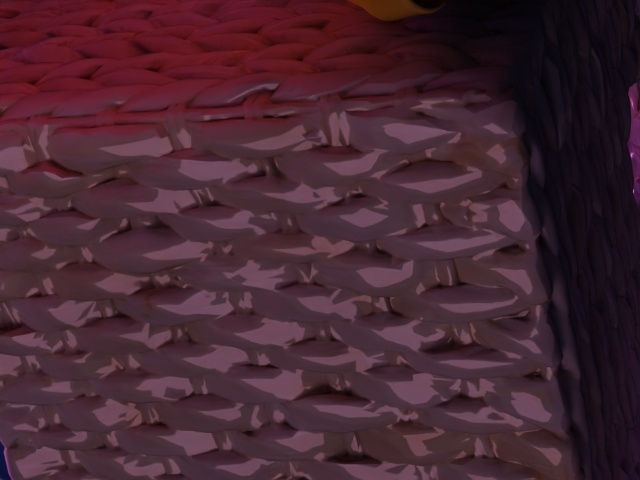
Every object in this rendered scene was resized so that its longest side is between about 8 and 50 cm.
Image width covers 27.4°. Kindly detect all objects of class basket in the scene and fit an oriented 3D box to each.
[{"bbox_3d":[0.000,0.000,0.681,0.331,0.266,0.328,0,123,24],"label":"basket"}]

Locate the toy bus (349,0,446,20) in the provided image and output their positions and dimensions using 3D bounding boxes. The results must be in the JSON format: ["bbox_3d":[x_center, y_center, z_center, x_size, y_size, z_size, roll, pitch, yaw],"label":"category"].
[{"bbox_3d":[0.001,-0.189,0.543,0.149,0.220,0.211,44,153,-25],"label":"toy bus"}]
